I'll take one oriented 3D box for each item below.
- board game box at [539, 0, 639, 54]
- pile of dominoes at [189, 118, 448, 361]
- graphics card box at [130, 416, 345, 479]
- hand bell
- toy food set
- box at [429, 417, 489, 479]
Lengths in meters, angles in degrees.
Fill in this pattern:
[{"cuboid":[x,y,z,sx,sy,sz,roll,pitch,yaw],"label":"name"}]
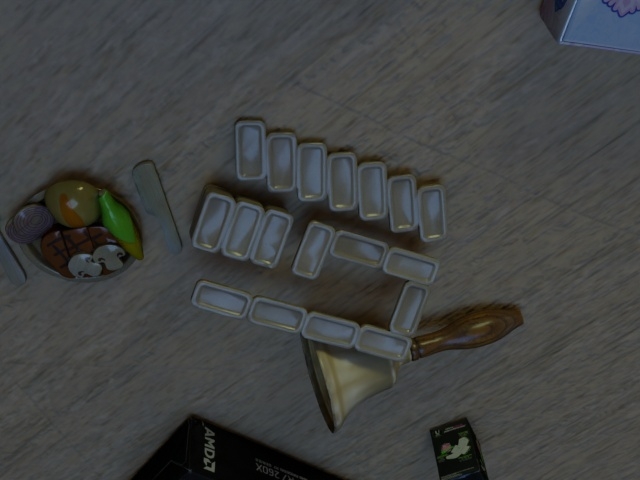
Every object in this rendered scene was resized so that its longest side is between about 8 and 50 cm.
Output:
[{"cuboid":[0.377,-0.290,0.719,0.319,0.065,0.317,6,127,-10],"label":"board game box"},{"cuboid":[0.000,0.000,0.914,0.251,0.040,0.195,17,103,-15],"label":"pile of dominoes"},{"cuboid":[-0.076,0.387,1.191,0.371,0.094,0.233,30,120,-24],"label":"graphics card box"},{"cuboid":[0.109,0.117,1.010,0.242,0.126,0.126,-16,129,-10],"label":"hand bell"},{"cuboid":[-0.241,-0.004,0.902,0.192,0.038,0.132,-12,128,4],"label":"toy food set"},{"cuboid":[0.174,0.276,1.131,0.052,0.083,0.062,-20,127,12],"label":"box"}]
